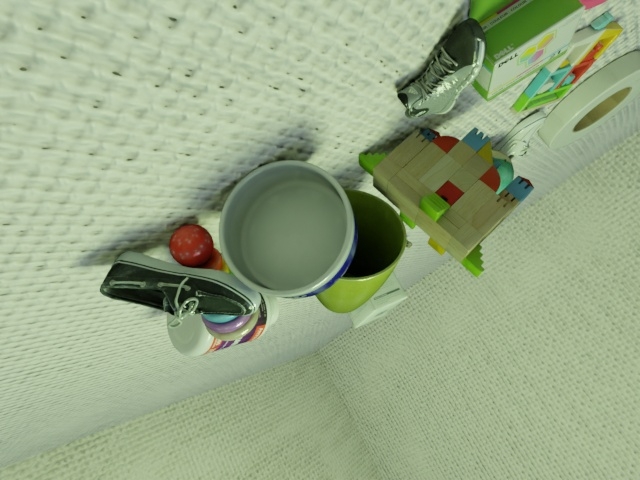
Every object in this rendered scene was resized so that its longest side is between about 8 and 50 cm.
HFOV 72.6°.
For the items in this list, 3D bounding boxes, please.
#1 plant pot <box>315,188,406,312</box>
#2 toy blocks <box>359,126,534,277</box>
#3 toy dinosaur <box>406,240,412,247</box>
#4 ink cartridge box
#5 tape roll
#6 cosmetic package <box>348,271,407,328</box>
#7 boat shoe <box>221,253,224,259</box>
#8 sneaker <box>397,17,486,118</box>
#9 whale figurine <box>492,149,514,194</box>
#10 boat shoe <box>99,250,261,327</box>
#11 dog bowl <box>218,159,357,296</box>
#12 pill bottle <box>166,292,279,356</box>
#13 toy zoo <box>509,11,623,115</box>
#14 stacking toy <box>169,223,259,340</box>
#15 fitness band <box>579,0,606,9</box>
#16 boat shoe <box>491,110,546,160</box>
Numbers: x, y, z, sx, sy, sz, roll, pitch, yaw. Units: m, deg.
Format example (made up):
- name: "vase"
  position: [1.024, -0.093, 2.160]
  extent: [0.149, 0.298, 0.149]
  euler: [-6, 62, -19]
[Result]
- name: "plant pot"
  position: [0.065, 0.066, 1.151]
  extent: [0.274, 0.275, 0.294]
  euler: [-23, 147, -18]
- name: "toy blocks"
  position: [0.317, -0.143, 1.030]
  extent: [0.261, 0.381, 0.191]
  euler: [-43, 162, -9]
- name: "toy dinosaur"
  position: [0.265, 0.058, 1.851]
  extent: [0.268, 0.064, 0.118]
  euler: [-18, 143, -29]
- name: "ink cartridge box"
  position: [0.367, -0.399, 0.786]
  extent: [0.188, 0.097, 0.255]
  euler: [-32, 162, 6]
- name: "tape roll"
  position: [0.939, -0.467, 1.486]
  extent: [0.391, 0.072, 0.392]
  euler: [-26, 160, -10]
- name: "cosmetic package"
  position: [0.156, 0.156, 1.522]
  extent: [0.138, 0.225, 0.224]
  euler: [-18, 159, -22]
- name: "boat shoe"
  position: [-0.202, 0.083, 1.205]
  extent: [0.083, 0.076, 0.226]
  euler: [-39, 159, 26]
- name: "sneaker"
  position: [0.216, -0.303, 0.829]
  extent: [0.132, 0.086, 0.229]
  euler: [-23, 161, -13]
- name: "whale figurine"
  position: [0.504, -0.181, 1.439]
  extent: [0.216, 0.141, 0.272]
  euler: [13, 152, -29]
- name: "boat shoe"
  position: [-0.276, 0.110, 0.862]
  extent: [0.306, 0.105, 0.113]
  euler: [19, 135, -5]
- name: "dog bowl"
  position: [-0.060, -0.018, 0.867]
  extent: [0.264, 0.265, 0.104]
  euler: [-31, 164, 4]
- name: "pill bottle"
  position: [-0.273, 0.222, 1.289]
  extent: [0.181, 0.182, 0.322]
  euler: [-41, 158, 29]
- name: "toy zoo"
  position: [0.654, -0.461, 1.146]
  extent: [0.192, 0.030, 0.293]
  euler: [-22, 160, -22]
- name: "stacking toy"
  position: [-0.244, 0.092, 0.992]
  extent: [0.141, 0.141, 0.330]
  euler: [-26, 140, -12]
- name: "fitness band"
  position: [0.566, -0.541, 0.784]
  extent: [0.290, 0.054, 0.209]
  euler: [-31, 161, -2]
- name: "boat shoe"
  position: [0.646, -0.309, 1.436]
  extent: [0.095, 0.084, 0.258]
  euler: [-15, 156, -37]
